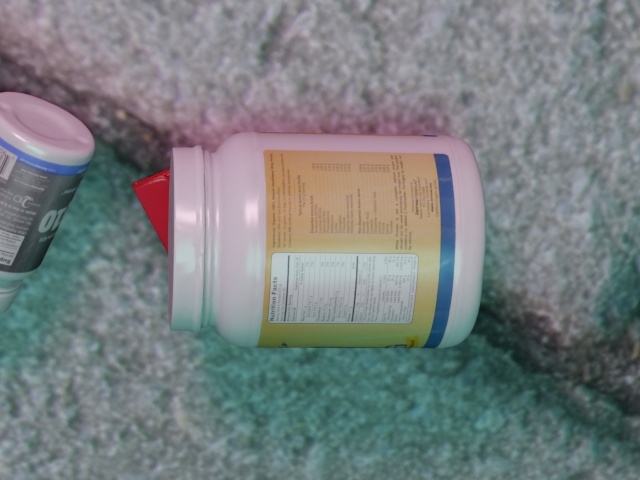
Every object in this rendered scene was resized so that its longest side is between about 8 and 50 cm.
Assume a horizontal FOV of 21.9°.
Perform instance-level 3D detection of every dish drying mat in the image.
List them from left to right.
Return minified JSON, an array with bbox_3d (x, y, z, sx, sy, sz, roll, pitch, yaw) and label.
[{"bbox_3d":[-0.100,-0.011,1.160,0.032,0.008,0.083,-22,118,6],"label":"dish drying mat"}]

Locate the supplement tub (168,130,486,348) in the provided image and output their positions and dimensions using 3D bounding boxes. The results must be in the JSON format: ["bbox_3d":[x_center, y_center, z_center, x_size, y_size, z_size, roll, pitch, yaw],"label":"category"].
[{"bbox_3d":[0.000,0.000,1.101,0.200,0.144,0.144,1,117,-7],"label":"supplement tub"}]

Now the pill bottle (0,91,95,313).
[{"bbox_3d":[-0.211,-0.022,1.101,0.078,0.078,0.137,22,113,-17],"label":"pill bottle"}]
